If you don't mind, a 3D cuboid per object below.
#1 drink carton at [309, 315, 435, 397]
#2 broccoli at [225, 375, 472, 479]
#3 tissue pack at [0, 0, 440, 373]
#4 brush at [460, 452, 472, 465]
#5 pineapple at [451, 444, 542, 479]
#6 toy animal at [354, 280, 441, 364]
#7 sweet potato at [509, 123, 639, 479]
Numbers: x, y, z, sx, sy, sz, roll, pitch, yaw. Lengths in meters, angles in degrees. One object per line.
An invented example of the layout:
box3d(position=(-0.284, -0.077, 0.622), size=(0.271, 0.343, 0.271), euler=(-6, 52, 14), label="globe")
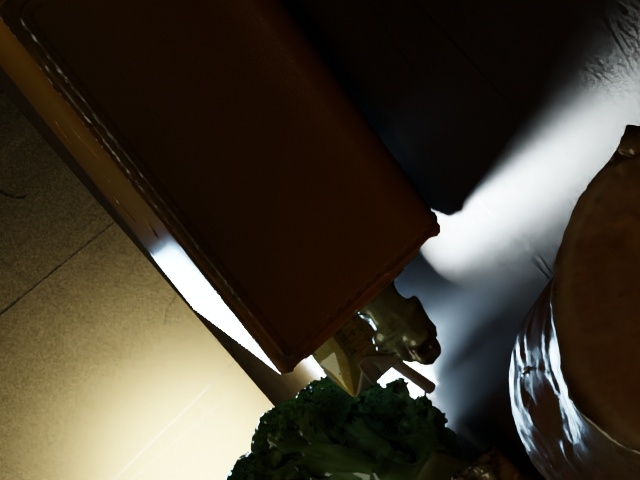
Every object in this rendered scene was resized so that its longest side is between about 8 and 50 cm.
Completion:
box3d(position=(0.017, 0.073, 1.424), size=(0.200, 0.074, 0.084), euler=(54, 170, -19), label="drink carton")
box3d(position=(0.048, 0.240, 1.458), size=(0.270, 0.270, 0.270), euler=(51, 150, -9), label="broccoli")
box3d(position=(-0.077, -0.080, 1.028), size=(0.274, 0.145, 0.194), euler=(53, 172, -22), label="tissue pack")
box3d(position=(0.140, 0.259, 1.633), size=(0.197, 0.059, 0.123), euler=(45, 171, 28), label="brush")
box3d(position=(0.162, 0.278, 1.287), size=(0.161, 0.158, 0.334), euler=(45, 169, 25), label="pineapple")
box3d(position=(0.000, 0.000, 1.253), size=(0.241, 0.057, 0.099), euler=(47, 171, 16), label="toy animal")
box3d(position=(0.138, 0.068, 0.666), size=(0.131, 0.131, 0.337), euler=(47, 169, 17), label="sweet potato")
